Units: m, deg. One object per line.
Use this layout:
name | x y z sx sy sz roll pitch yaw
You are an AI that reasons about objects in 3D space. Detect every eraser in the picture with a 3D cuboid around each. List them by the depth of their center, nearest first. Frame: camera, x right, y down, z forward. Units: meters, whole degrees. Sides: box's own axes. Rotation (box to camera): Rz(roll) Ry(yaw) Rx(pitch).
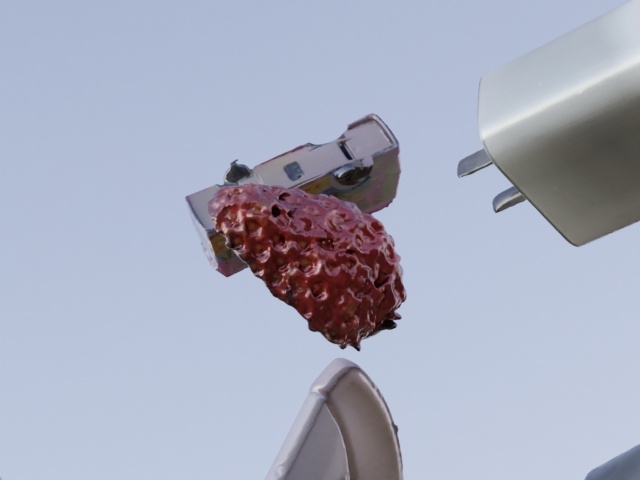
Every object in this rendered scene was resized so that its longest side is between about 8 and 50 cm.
eraser | 0.006 0.224 1.457 0.059 0.204 0.243 21 -15 27

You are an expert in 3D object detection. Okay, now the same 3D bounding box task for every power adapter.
power adapter | 0.249 -0.098 1.627 0.255 0.124 0.187 -25 -53 32

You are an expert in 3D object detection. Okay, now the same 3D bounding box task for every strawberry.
strawberry | 0.000 0.000 1.799 0.111 0.190 0.236 -42 -58 19

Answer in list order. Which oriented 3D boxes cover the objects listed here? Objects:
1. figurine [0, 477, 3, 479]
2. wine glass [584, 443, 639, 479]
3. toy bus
figurine | -0.385 0.309 1.817 0.167 0.285 0.342 -49 -40 -23
wine glass | 0.529 0.196 2.212 0.267 0.267 0.406 9 -68 -30
toy bus | -0.029 -0.059 2.215 0.274 0.090 0.112 -24 -45 -10
